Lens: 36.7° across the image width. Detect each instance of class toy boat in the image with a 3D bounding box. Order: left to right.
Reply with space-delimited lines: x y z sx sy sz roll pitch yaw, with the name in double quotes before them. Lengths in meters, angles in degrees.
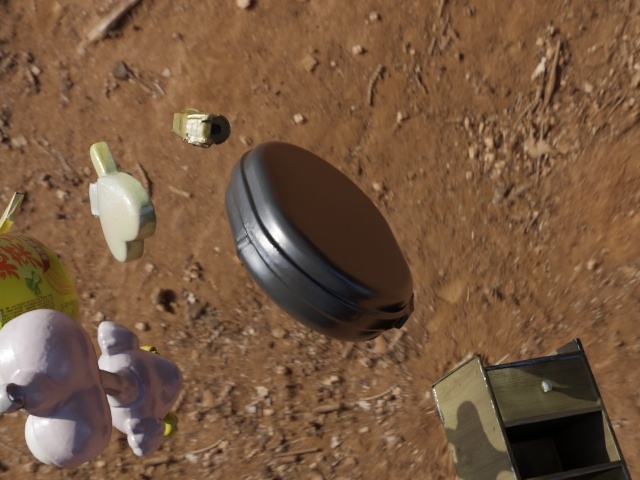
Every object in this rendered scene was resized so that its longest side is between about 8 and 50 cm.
"toy boat" -0.226 -0.213 1.818 0.088 0.226 0.068 3 98 -17

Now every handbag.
"handbag" -0.001 0.001 1.199 0.093 0.254 0.308 -49 35 22

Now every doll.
"doll" -0.234 0.157 1.020 0.094 0.365 0.160 -21 78 12

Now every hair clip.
"hair clip" -0.269 -0.056 1.302 0.071 0.218 0.159 -16 104 -22

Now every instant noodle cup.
"instant noodle cup" -0.514 0.114 1.400 0.311 0.221 0.311 3 97 21

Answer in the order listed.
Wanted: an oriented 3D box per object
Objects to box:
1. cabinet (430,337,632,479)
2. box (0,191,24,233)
"cabinet" 0.281 0.260 1.299 0.175 0.148 0.215 -5 66 -24
"box" -0.618 -0.026 1.876 0.020 0.149 0.073 25 44 -21
